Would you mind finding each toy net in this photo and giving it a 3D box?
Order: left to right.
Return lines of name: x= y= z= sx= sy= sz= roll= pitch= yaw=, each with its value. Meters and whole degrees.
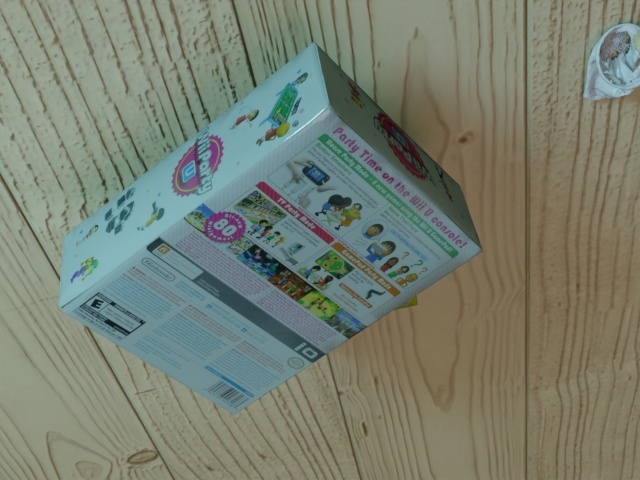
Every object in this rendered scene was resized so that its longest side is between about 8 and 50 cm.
toy net: x=0.303 y=-0.204 z=0.886 sx=0.122 sy=0.045 sz=0.232 roll=12 pitch=133 yaw=-26

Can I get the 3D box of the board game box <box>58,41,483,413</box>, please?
board game box: x=-0.046 y=0.004 z=0.893 sx=0.303 sy=0.097 sz=0.224 roll=-34 pitch=130 yaw=21

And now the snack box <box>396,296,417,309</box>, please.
snack box: x=0.000 y=0.000 z=1.017 sx=0.174 sy=0.070 sz=0.207 roll=-13 pitch=137 yaw=2
